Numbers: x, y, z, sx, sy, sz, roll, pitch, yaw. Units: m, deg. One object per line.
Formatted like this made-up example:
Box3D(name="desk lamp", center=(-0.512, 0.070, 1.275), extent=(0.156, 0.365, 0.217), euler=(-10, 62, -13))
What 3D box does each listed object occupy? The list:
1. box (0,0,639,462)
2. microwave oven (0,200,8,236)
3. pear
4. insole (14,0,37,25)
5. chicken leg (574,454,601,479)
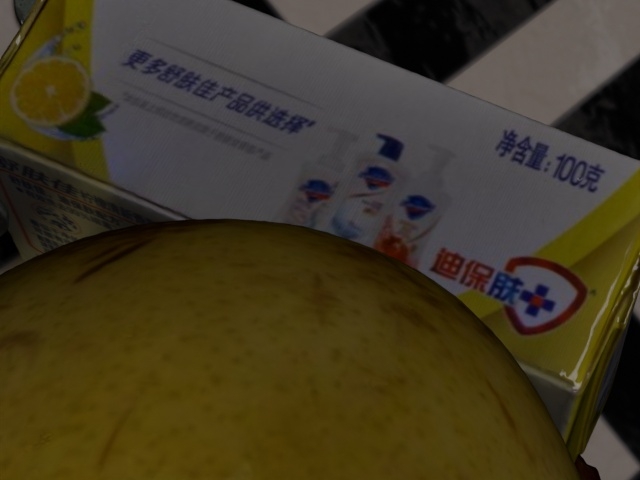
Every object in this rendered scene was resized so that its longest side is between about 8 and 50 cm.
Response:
Box3D(name="box", center=(0.000, 0.000, 0.671), extent=(0.265, 0.168, 0.097), euler=(22, 67, 14))
Box3D(name="microwave oven", center=(-0.361, 0.076, 0.419), extent=(0.236, 0.374, 0.432), euler=(51, 43, -3))
Box3D(name="pear", center=(-0.043, 0.125, 0.501), extent=(0.281, 0.281, 0.280), euler=(6, 71, -18))
Box3D(name="insole", center=(-0.092, -0.055, 0.793), extent=(0.065, 0.006, 0.193), euler=(-28, 83, -25))
Box3D(name="chicken leg", center=(0.059, 0.147, 0.739), extent=(0.158, 0.096, 0.407), euler=(-2, 70, -4))
